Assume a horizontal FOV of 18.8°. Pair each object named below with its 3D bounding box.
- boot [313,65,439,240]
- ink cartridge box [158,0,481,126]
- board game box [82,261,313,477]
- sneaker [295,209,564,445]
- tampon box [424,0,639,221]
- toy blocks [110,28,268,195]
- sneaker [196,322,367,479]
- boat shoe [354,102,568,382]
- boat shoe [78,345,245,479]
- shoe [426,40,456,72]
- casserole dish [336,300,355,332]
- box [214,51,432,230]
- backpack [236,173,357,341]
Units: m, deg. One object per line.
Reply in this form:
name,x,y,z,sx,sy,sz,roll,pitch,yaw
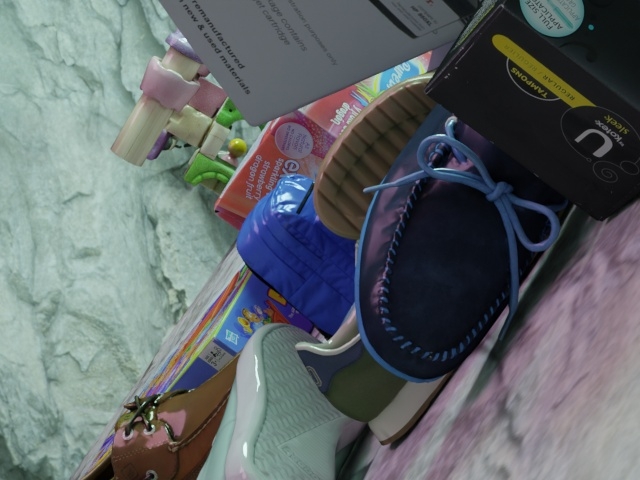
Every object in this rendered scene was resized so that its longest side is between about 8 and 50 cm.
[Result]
boot,0.106,-0.080,1.254,0.248,0.090,0.207,-36,-1,1
ink cartridge box,0.100,-0.278,1.419,0.395,0.166,0.285,-20,27,38
board game box,-0.119,0.150,1.895,0.347,0.078,0.233,-50,7,36
sneaker,0.061,0.019,1.125,0.192,0.086,0.064,-54,5,-3
tampon box,0.154,-0.117,1.003,0.161,0.120,0.101,-57,5,-29
toy blocks,-0.065,-0.167,2.328,0.260,0.288,0.309,-60,2,7
sneaker,-0.048,0.152,1.205,0.151,0.094,0.256,-55,3,22
boat shoe,0.091,-0.048,1.057,0.089,0.109,0.258,-38,28,62
boat shoe,-0.135,0.185,1.675,0.307,0.104,0.111,-51,6,24
shoe,0.119,-0.121,1.681,0.081,0.063,0.178,-23,-35,-47
casserole dish,0.071,0.019,1.311,0.188,0.037,0.114,-49,7,38
box,0.031,-0.109,1.874,0.154,0.142,0.300,-50,6,34
backpack,0.000,0.000,1.589,0.101,0.120,0.098,-51,5,27
